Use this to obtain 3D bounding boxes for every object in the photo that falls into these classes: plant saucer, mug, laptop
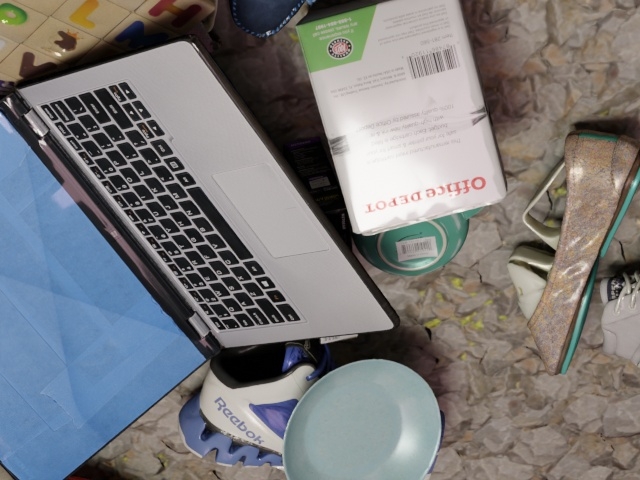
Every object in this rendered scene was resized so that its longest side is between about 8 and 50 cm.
[{"bbox_3d":[0.042,0.221,1.788,0.195,0.037,0.195,-6,107,-20],"label":"plant saucer"},{"bbox_3d":[0.102,-0.035,1.685,0.129,0.097,0.158,26,124,-21],"label":"mug"},{"bbox_3d":[-0.210,0.047,1.572,0.408,0.236,0.382,-9,128,41],"label":"laptop"}]

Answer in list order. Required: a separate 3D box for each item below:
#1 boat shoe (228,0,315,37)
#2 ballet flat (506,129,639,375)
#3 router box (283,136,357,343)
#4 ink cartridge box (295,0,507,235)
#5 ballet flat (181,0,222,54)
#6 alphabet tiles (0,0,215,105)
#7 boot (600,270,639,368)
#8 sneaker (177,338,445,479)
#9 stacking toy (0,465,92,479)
[{"bbox_3d":[-0.027,-0.295,1.479,0.109,0.089,0.258,14,127,-12],"label":"boat shoe"},{"bbox_3d":[0.267,0.009,1.738,0.106,0.107,0.316,20,123,8],"label":"ballet flat"},{"bbox_3d":[0.000,0.000,1.684,0.046,0.133,0.179,-11,130,-8],"label":"router box"},{"bbox_3d":[0.083,-0.133,1.559,0.160,0.092,0.219,-13,104,9],"label":"ink cartridge box"},{"bbox_3d":[-0.142,-0.265,1.519,0.079,0.077,0.221,-22,133,-7],"label":"ballet flat"},{"bbox_3d":[-0.279,-0.225,1.483,0.285,0.011,0.342,24,144,-31],"label":"alphabet tiles"},{"bbox_3d":[0.367,0.065,1.742,0.123,0.095,0.258,17,144,17],"label":"boot"},{"bbox_3d":[0.000,0.187,1.841,0.315,0.127,0.182,10,130,-7],"label":"sneaker"},{"bbox_3d":[-0.253,0.437,1.962,0.479,0.351,0.351,10,129,-29],"label":"stacking toy"}]
